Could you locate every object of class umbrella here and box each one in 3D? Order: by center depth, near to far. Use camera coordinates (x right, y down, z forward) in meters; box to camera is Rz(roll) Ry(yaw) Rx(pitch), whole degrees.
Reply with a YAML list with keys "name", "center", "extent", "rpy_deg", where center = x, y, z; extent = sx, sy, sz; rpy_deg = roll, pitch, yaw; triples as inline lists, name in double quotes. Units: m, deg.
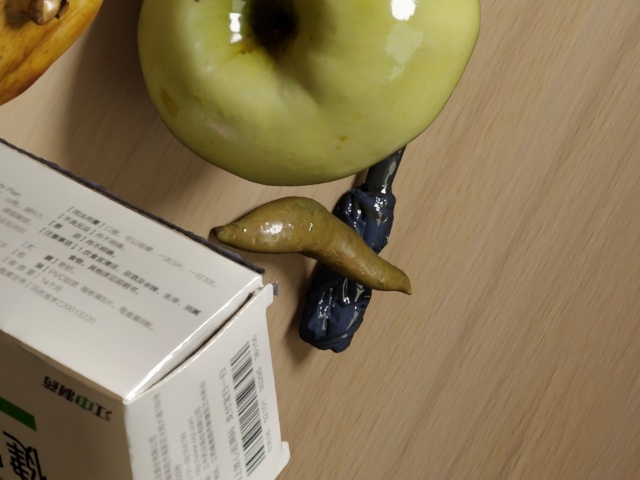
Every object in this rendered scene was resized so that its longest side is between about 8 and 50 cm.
- name: "umbrella"
  center: [0.044, -0.005, 1.929]
  extent: [0.071, 0.071, 0.248]
  rpy_deg: [0, 116, -59]

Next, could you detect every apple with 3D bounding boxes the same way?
- name: "apple"
  center: [-0.010, -0.169, 1.526]
  extent: [0.262, 0.262, 0.262]
  rpy_deg: [-39, 144, -36]

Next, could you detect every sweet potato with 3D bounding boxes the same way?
- name: "sweet potato"
  center: [0.001, -0.001, 1.844]
  extent: [0.059, 0.069, 0.249]
  rpy_deg: [-28, 148, 33]

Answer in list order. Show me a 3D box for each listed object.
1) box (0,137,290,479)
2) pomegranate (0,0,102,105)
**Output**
- name: "box"
  center: [-0.189, 0.061, 1.323]
  extent: [0.145, 0.333, 0.173]
  rpy_deg: [-44, 147, -35]
- name: "pomegranate"
  center: [-0.220, -0.179, 1.200]
  extent: [0.215, 0.215, 0.215]
  rpy_deg: [-39, 144, -36]
